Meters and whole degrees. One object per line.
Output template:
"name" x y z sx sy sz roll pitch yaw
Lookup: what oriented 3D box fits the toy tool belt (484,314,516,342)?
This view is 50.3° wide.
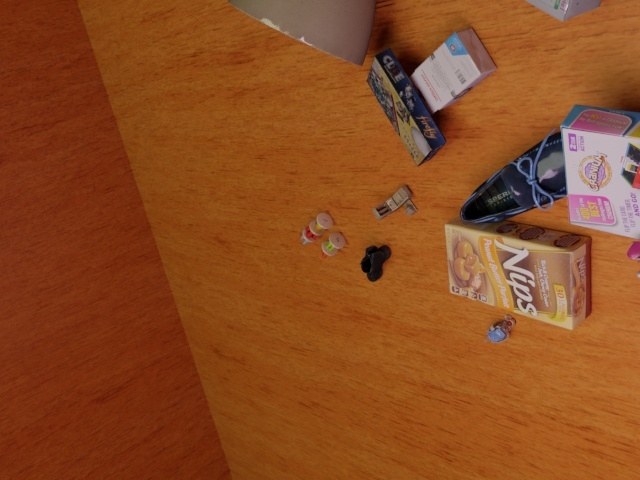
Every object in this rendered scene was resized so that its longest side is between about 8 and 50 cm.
"toy tool belt" 0.429 0.218 1.633 0.052 0.051 0.083 53 143 13

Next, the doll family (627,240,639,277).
"doll family" 0.650 0.095 1.192 0.263 0.163 0.118 28 101 40

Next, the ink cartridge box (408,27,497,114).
"ink cartridge box" 0.275 -0.355 1.453 0.104 0.060 0.180 60 145 4

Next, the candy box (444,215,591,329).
"candy box" 0.429 0.060 1.500 0.316 0.088 0.182 16 124 46

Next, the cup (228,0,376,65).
"cup" -0.007 -0.566 1.502 0.331 0.331 0.236 37 111 32

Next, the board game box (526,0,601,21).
"board game box" 0.356 -0.544 1.144 0.303 0.098 0.224 49 153 33

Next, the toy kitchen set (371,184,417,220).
"toy kitchen set" 0.192 -0.081 1.721 0.068 0.075 0.083 55 148 9

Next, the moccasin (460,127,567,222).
"moccasin" 0.421 -0.105 1.378 0.137 0.117 0.342 57 143 9

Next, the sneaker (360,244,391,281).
"sneaker" 0.139 0.067 1.872 0.051 0.089 0.170 47 141 22

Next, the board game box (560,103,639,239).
"board game box" 0.573 -0.095 1.137 0.317 0.064 0.242 18 147 36

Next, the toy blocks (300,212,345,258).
"toy blocks" 0.000 0.000 2.036 0.123 0.054 0.148 58 145 8

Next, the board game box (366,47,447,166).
"board game box" 0.191 -0.298 1.551 0.243 0.042 0.165 60 174 4
